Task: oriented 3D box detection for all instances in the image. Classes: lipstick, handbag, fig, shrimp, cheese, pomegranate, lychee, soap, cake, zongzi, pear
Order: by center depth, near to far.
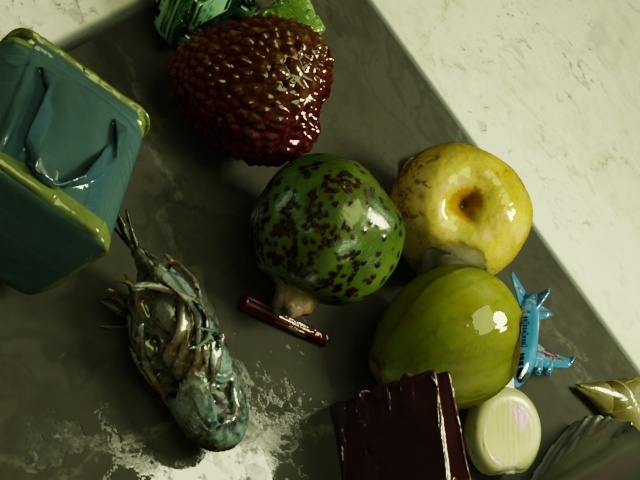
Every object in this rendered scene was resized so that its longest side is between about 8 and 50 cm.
[{"bbox_3d":[-0.379,-0.098,1.495,0.263,0.222,0.241,36,41,-24],"label":"handbag"},{"bbox_3d":[-0.195,0.120,1.576,0.137,0.172,0.372,-41,104,-43],"label":"shrimp"},{"bbox_3d":[0.123,0.313,1.743,0.074,0.203,0.216,20,54,-45],"label":"handbag"},{"bbox_3d":[0.000,0.000,1.791,0.254,0.254,0.270,29,84,-29],"label":"pomegranate"},{"bbox_3d":[-0.054,0.127,1.814,0.176,0.027,0.027,27,50,-32],"label":"lipstick"},{"bbox_3d":[-0.114,-0.246,1.835,0.271,0.271,0.271,23,52,-33],"label":"lychee"},{"bbox_3d":[0.196,0.164,1.881,0.271,0.239,0.239,-17,78,-30],"label":"fig"},{"bbox_3d":[0.313,0.288,1.982,0.137,0.064,0.227,2,86,-18],"label":"cheese"},{"bbox_3d":[-0.096,-0.349,2.000,0.099,0.100,0.235,53,41,-5],"label":"cake"},{"bbox_3d":[0.242,-0.047,2.035,0.271,0.271,0.271,23,52,-33],"label":"pear"},{"bbox_3d":[0.537,0.382,2.036,0.159,0.302,0.258,52,42,4],"label":"soap"},{"bbox_3d":[0.589,0.350,2.266,0.176,0.078,0.160,-2,68,-34],"label":"zongzi"}]

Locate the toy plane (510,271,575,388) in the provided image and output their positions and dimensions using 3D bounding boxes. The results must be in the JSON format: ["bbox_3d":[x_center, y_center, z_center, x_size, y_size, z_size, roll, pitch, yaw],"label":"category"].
[{"bbox_3d":[0.369,0.181,2.128,0.254,0.105,0.271,44,45,-15],"label":"toy plane"}]

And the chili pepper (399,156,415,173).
[{"bbox_3d":[0.227,-0.145,2.234,0.201,0.050,0.052,-6,34,-44],"label":"chili pepper"}]

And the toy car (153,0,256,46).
[{"bbox_3d":[-0.186,-0.438,1.951,0.125,0.136,0.306,36,41,7],"label":"toy car"}]
